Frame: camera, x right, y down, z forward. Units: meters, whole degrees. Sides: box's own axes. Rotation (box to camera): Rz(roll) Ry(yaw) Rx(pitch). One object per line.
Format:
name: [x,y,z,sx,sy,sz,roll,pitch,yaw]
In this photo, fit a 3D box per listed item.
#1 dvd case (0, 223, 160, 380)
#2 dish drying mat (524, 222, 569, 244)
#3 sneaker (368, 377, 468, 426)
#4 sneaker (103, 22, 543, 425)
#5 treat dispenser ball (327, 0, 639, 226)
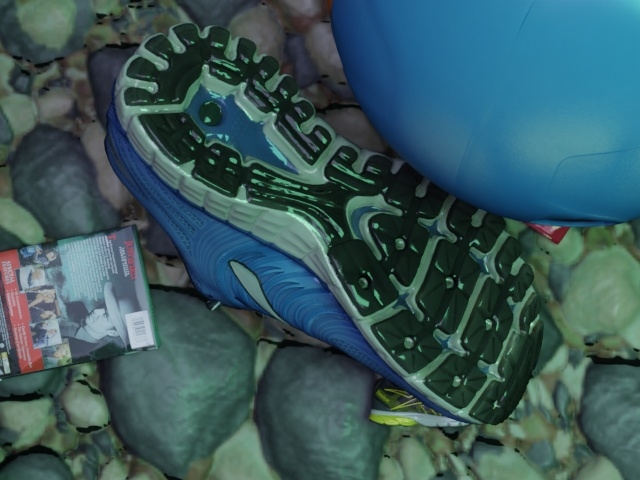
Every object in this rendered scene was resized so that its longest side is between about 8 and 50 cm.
dvd case: [-0.175,0.042,1.102,0.119,0.013,0.087,-12,90,6]
dish drying mat: [0.167,-0.040,1.072,0.032,0.008,0.083,33,93,3]
sneaker: [0.073,0.105,1.070,0.083,0.031,0.035,-1,88,4]
sneaker: [0.000,0.000,1.036,0.330,0.147,0.130,40,65,-7]
treat dispenser ball: [0.146,-0.151,0.932,0.288,0.288,0.288,0,91,5]
